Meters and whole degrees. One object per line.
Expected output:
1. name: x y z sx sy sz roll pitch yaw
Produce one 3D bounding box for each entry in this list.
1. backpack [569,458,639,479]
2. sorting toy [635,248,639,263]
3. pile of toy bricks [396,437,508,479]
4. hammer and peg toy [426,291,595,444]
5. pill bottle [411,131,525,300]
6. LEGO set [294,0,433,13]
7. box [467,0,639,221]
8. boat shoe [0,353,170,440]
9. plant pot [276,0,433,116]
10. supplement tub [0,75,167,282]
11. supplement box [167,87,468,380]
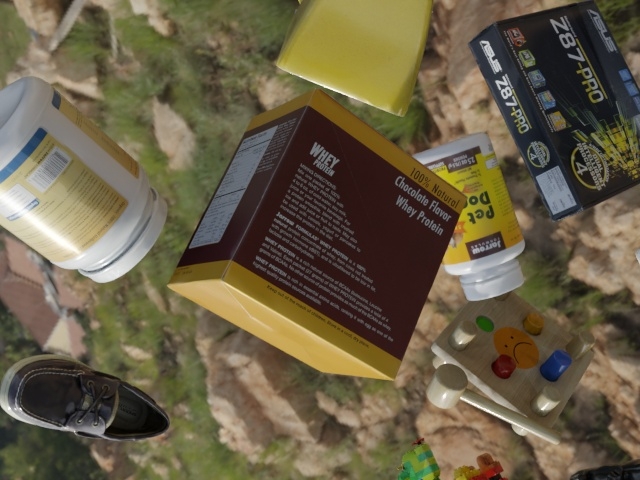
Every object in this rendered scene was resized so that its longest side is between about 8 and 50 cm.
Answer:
1. backpack: 0.552 0.500 1.218 0.290 0.273 0.355 118 148 -66
2. sorting toy: 0.512 0.032 1.234 0.075 0.045 0.083 -11 112 29
3. pile of toy bricks: 0.145 0.323 1.126 0.212 0.118 0.105 -42 63 39
4. hammer and peg toy: 0.339 0.238 1.518 0.266 0.361 0.127 38 134 12
5. pill bottle: 0.207 -0.032 1.139 0.117 0.117 0.215 -14 97 55
6. LEGO set: 0.057 -0.532 1.608 0.331 0.192 0.255 -9 99 12
7. box: 0.503 -0.266 1.649 0.097 0.318 0.395 -32 80 55
8. boat shoe: -0.326 0.233 1.194 0.092 0.102 0.285 7 163 33
9. plant pot: 0.071 -0.349 1.289 0.212 0.212 0.187 20 121 -7
10. supplement tub: -0.276 -0.059 0.882 0.144 0.144 0.200 9 151 50
11. supplement box: 0.000 0.000 0.776 0.191 0.194 0.129 32 161 -24
